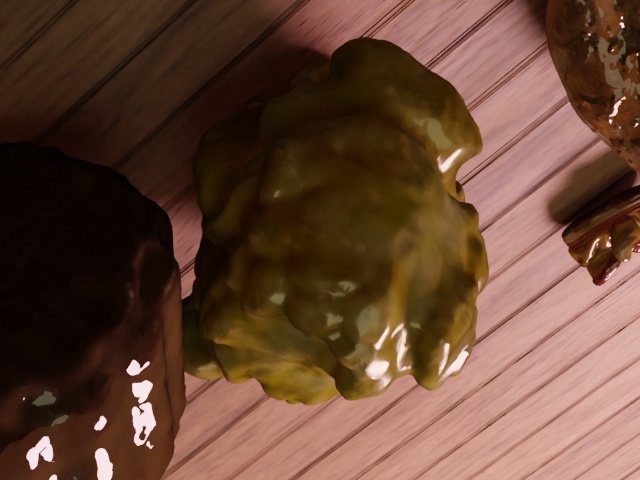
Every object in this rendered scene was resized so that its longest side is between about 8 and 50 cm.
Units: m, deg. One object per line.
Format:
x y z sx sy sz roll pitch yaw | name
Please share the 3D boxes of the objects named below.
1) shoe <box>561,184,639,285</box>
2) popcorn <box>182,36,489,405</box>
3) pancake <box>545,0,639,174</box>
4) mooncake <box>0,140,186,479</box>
0.278 -0.007 1.135 0.109 0.072 0.069 -28 97 -2 | shoe
0.000 0.000 0.920 0.235 0.241 0.250 42 146 -17 | popcorn
0.331 -0.137 0.876 0.071 0.382 0.382 -53 156 -37 | pancake
-0.246 0.072 0.822 0.324 0.324 0.187 -8 131 -15 | mooncake
